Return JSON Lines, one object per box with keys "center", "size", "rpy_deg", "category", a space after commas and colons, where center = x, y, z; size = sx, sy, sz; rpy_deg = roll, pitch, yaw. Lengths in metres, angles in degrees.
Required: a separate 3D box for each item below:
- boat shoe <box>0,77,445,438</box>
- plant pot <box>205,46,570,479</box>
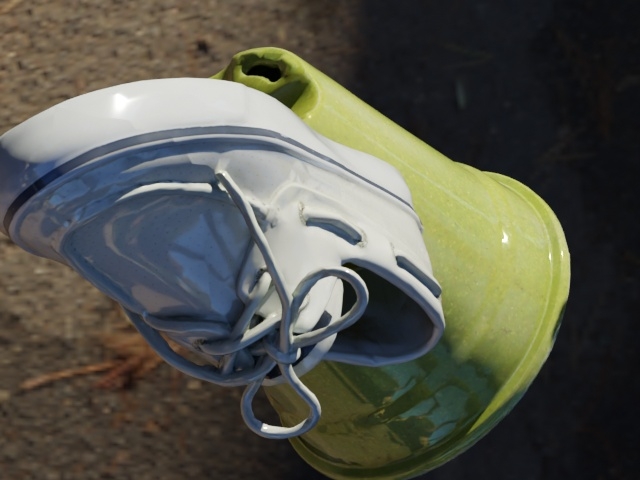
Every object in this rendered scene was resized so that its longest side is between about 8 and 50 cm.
{"center": [-0.033, 0.027, 0.973], "size": [0.367, 0.136, 0.156], "rpy_deg": [19, 43, -61], "category": "boat shoe"}
{"center": [0.000, 0.000, 1.319], "size": [0.254, 0.276, 0.276], "rpy_deg": [41, 61, -36], "category": "plant pot"}
